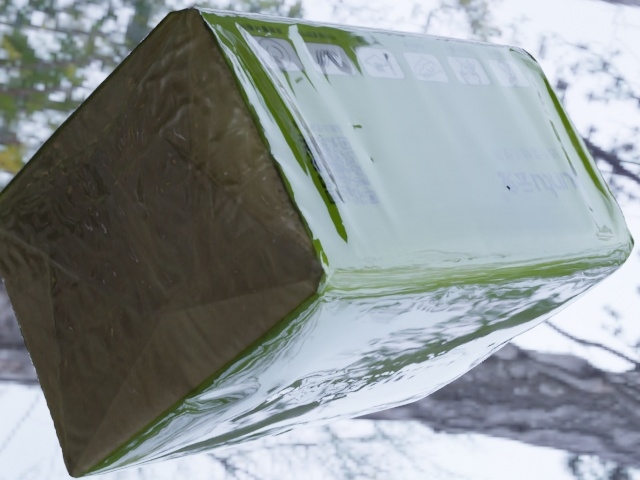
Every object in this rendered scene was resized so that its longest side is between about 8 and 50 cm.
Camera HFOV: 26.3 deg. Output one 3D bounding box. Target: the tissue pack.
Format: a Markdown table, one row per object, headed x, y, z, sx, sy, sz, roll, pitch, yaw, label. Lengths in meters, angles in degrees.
| x | y | z | sx | sy | sz | roll | pitch | yaw | label |
| --- | --- | --- | --- | --- | --- | --- | --- | --- | --- |
| 0.000 | 0.000 | 0.732 | 0.200 | 0.274 | 0.167 | -38 | -112 | 35 | tissue pack |
